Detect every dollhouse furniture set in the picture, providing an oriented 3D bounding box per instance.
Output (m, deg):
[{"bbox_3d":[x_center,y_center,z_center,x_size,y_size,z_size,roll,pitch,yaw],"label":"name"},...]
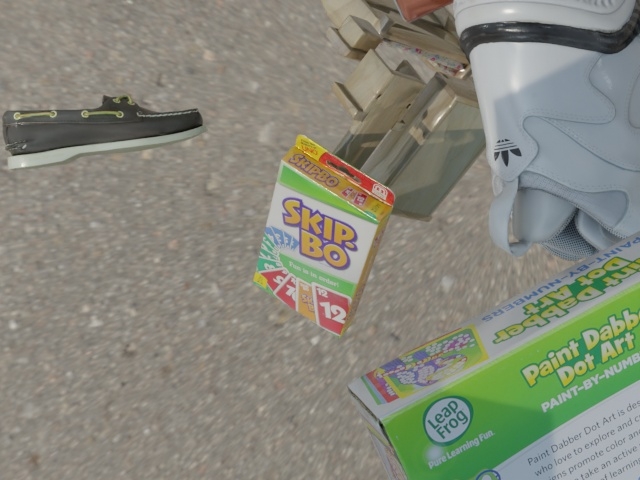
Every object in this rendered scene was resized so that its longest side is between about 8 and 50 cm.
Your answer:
[{"bbox_3d":[0.041,-0.208,1.629,0.174,0.303,0.355,-53,52,24],"label":"dollhouse furniture set"}]

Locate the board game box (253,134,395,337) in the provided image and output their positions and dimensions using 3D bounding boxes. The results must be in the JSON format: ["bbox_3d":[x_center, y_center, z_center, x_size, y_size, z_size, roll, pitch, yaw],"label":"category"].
[{"bbox_3d":[0.000,0.000,1.487,0.124,0.259,0.039,32,53,12],"label":"board game box"}]

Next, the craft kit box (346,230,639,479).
[{"bbox_3d":[0.171,0.123,0.668,0.250,0.061,0.246,-26,112,-10],"label":"craft kit box"}]

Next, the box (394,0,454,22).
[{"bbox_3d":[0.085,-0.380,1.045,0.215,0.168,0.345,-23,125,10],"label":"box"}]

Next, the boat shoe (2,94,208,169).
[{"bbox_3d":[-0.241,-0.130,1.542,0.228,0.081,0.068,-11,91,-14],"label":"boat shoe"}]

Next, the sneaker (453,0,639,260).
[{"bbox_3d":[0.260,-0.090,1.054,0.366,0.137,0.210,-2,91,-32],"label":"sneaker"}]
